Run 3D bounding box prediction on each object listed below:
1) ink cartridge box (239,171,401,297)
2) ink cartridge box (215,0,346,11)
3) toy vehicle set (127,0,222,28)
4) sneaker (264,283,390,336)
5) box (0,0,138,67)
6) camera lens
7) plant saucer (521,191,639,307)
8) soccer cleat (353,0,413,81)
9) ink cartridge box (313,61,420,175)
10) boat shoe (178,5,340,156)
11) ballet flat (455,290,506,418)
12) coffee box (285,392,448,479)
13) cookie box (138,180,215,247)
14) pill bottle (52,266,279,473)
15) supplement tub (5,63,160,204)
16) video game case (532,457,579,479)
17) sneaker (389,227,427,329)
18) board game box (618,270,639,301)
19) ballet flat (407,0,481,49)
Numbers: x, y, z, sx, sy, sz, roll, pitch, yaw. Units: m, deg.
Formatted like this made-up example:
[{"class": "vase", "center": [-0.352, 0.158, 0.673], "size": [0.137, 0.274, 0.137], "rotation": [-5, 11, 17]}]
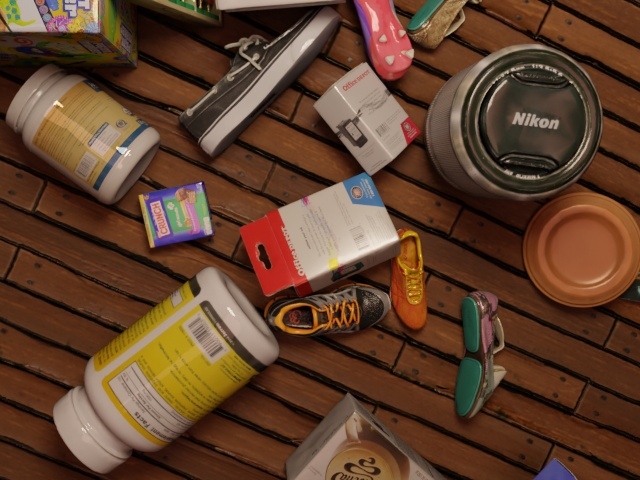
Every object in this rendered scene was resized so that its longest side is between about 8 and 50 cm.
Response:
[{"class": "ink cartridge box", "center": [0.000, 0.000, 1.226], "size": [0.231, 0.078, 0.134], "rotation": [-23, 70, -1]}, {"class": "ink cartridge box", "center": [-0.067, -0.486, 1.120], "size": [0.198, 0.197, 0.270], "rotation": [-5, 107, -2]}, {"class": "toy vehicle set", "center": [-0.222, -0.420, 1.110], "size": [0.035, 0.267, 0.166], "rotation": [0, 96, 20]}, {"class": "sneaker", "center": [0.014, 0.124, 1.257], "size": [0.214, 0.083, 0.084], "rotation": [-9, 93, -4]}, {"class": "box", "center": [-0.427, -0.356, 1.085], "size": [0.279, 0.290, 0.177], "rotation": [0, 94, -5]}, {"class": "camera lens", "center": [0.283, -0.173, 1.155], "size": [0.219, 0.274, 0.220], "rotation": [0, 95, -4]}, {"class": "plant saucer", "center": [0.445, 0.016, 1.277], "size": [0.199, 0.037, 0.200], "rotation": [0, 93, 10]}, {"class": "soccer cleat", "center": [0.085, -0.380, 1.226], "size": [0.083, 0.095, 0.248], "rotation": [-17, 87, -15]}, {"class": "ink cartridge box", "center": [0.076, -0.198, 1.219], "size": [0.150, 0.063, 0.109], "rotation": [50, 46, -5]}, {"class": "boat shoe", "center": [-0.103, -0.275, 1.205], "size": [0.306, 0.113, 0.105], "rotation": [-44, 90, 16]}, {"class": "ballet flat", "center": [0.280, 0.196, 1.291], "size": [0.079, 0.077, 0.222], "rotation": [0, 94, -23]}, {"class": "coffee box", "center": [0.106, 0.425, 1.267], "size": [0.297, 0.119, 0.168], "rotation": [43, 90, -6]}, {"class": "cookie box", "center": [-0.238, -0.043, 1.247], "size": [0.107, 0.040, 0.092], "rotation": [-12, 96, -2]}, {"class": "pill bottle", "center": [-0.246, 0.210, 1.193], "size": [0.334, 0.188, 0.188], "rotation": [-38, 96, 0]}, {"class": "supplement tub", "center": [-0.368, -0.167, 1.176], "size": [0.199, 0.144, 0.144], "rotation": [37, 91, -6]}, {"class": "video game case", "center": [0.371, 0.526, 1.269], "size": [0.269, 0.061, 0.244], "rotation": [-47, 125, 0]}, {"class": "sneaker", "center": [0.148, 0.067, 1.269], "size": [0.064, 0.067, 0.175], "rotation": [-11, 97, -5]}, {"class": "board game box", "center": [0.546, 0.043, 1.314], "size": [0.186, 0.026, 0.126], "rotation": [11, 94, -5]}, {"class": "ballet flat", "center": [0.227, -0.402, 1.247], "size": [0.206, 0.073, 0.067], "rotation": [-48, 123, 3]}]
